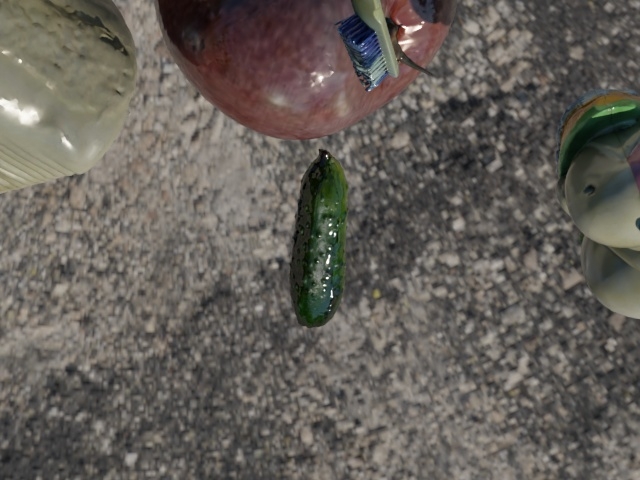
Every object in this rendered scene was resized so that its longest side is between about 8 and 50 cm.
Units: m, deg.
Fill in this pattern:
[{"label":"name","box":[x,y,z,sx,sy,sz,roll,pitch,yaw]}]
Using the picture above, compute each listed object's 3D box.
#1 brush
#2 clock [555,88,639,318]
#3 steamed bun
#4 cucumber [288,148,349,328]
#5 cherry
[{"label":"brush","box":[0.024,-0.147,0.735,0.030,0.033,0.178,-34,161,-1]},{"label":"clock","box":[0.235,-0.025,0.855,0.103,0.144,0.231,-21,136,11]},{"label":"steamed bun","box":[-0.344,-0.172,1.022,0.383,0.236,0.247,-8,148,40]},{"label":"cucumber","box":[0.000,0.000,1.236,0.069,0.069,0.227,-1,123,-9]},{"label":"cherry","box":[-0.024,-0.219,0.990,0.261,0.307,0.221,-37,162,-29]}]
